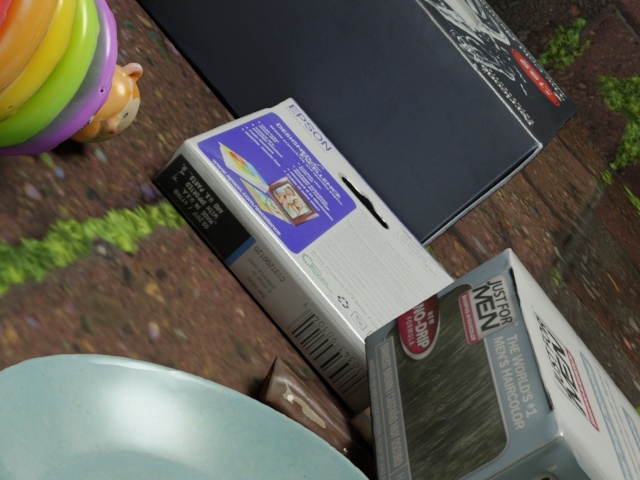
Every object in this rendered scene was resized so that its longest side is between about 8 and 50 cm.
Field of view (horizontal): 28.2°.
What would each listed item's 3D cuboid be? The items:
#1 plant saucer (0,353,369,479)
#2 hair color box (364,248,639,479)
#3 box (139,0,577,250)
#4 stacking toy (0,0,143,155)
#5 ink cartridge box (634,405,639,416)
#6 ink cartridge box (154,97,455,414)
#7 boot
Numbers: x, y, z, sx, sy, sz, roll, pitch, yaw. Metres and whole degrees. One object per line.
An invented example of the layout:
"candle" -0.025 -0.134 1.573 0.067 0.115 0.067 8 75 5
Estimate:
"plant saucer" -0.056 0.112 0.531 0.195 0.037 0.195 22 16 -7
"hair color box" 0.180 0.204 0.762 0.374 0.113 0.185 50 17 -23
"box" 0.043 -0.173 1.129 0.343 0.179 0.312 49 20 2
"stacking toy" -0.168 -0.103 0.633 0.166 0.175 0.302 51 5 21
"ink cartridge box" 0.374 0.234 1.081 0.097 0.189 0.255 33 26 -43
"ink cartridge box" 0.000 0.000 0.903 0.206 0.045 0.208 49 24 2
"boot" 0.003 0.120 0.710 0.114 0.037 0.106 50 8 -6
